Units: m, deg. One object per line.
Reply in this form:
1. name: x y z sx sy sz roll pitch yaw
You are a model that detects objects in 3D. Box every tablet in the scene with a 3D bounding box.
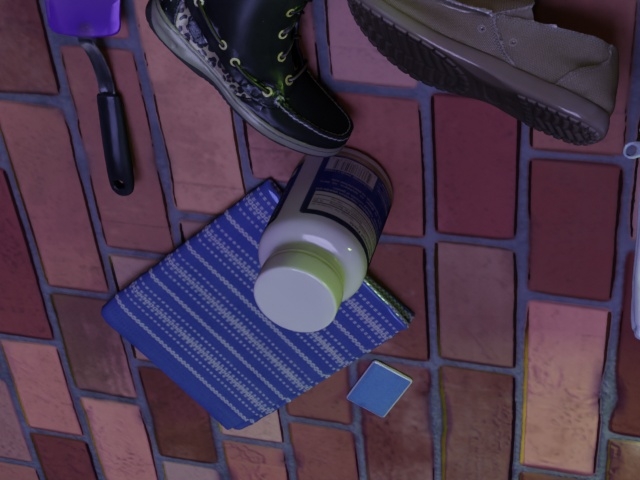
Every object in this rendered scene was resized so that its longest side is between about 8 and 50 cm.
1. tablet: 0.071 0.180 1.475 0.054 0.006 0.083 28 132 -4

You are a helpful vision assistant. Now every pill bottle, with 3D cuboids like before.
1. pill bottle: 0.000 0.000 1.225 0.112 0.186 0.112 11 132 12

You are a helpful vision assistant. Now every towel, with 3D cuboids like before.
1. towel: -0.083 0.087 1.440 0.243 0.040 0.336 44 128 -16

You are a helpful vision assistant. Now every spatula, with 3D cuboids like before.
1. spatula: -0.229 -0.169 1.272 0.084 0.030 0.296 5 130 14

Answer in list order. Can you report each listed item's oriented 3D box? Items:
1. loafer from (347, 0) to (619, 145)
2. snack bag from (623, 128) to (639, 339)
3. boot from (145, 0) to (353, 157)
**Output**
1. loafer: 0.148 -0.178 1.087 0.269 0.092 0.102 30 169 13
2. snack bag: 0.396 -0.075 0.934 0.323 0.037 0.342 4 94 -6
3. boot: -0.028 -0.198 1.138 0.236 0.085 0.178 38 129 -13
